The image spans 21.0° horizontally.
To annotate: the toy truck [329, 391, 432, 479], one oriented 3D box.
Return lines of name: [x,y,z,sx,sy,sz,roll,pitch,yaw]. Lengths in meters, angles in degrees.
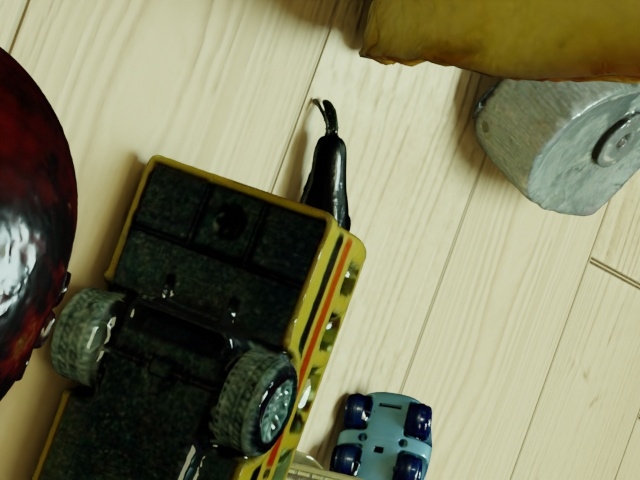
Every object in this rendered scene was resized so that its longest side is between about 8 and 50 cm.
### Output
toy truck: [0.036,0.168,1.138,0.074,0.063,0.136,81,22,-56]

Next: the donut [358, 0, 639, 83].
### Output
donut: [0.209,-0.180,0.930,0.377,0.435,0.163,-8,102,-16]

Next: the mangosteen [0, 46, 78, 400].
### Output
mangosteen: [-0.186,-0.007,0.618,0.200,0.200,0.200,-34,134,-45]

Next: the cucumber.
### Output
cucumber: [0.000,0.000,1.024,0.039,0.043,0.163,-1,110,-38]

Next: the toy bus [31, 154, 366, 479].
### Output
toy bus: [-0.086,0.133,0.887,0.336,0.121,0.123,-70,161,-2]

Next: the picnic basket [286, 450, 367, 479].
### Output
picnic basket: [-0.042,0.198,0.992,0.115,0.079,0.164,23,77,-50]

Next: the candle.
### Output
candle: [0.189,-0.086,1.212,0.192,0.068,0.168,-28,154,-24]
